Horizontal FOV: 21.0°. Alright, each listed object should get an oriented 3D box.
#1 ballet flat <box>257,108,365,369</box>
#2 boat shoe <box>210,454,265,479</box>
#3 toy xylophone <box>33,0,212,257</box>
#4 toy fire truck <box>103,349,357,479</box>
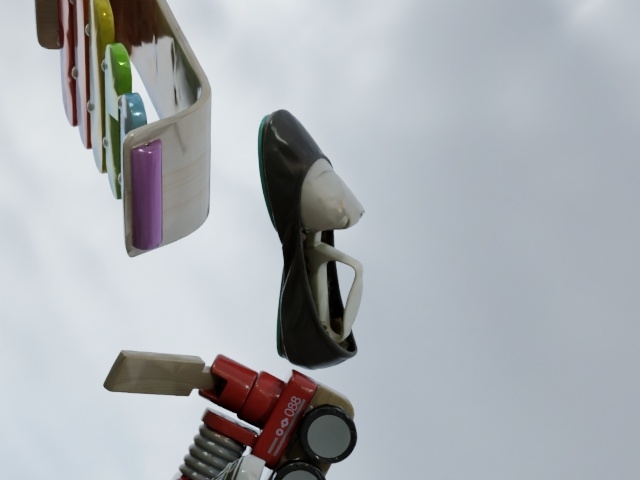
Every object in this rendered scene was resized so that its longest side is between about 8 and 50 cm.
[{"bbox_3d":[0.000,0.000,1.789,0.096,0.095,0.280,4,-69,26],"label":"ballet flat"},{"bbox_3d":[-0.122,0.268,1.563,0.070,0.078,0.219,31,-59,-2],"label":"boat shoe"},{"bbox_3d":[-0.154,-0.152,1.346,0.323,0.081,0.236,-124,-151,-53],"label":"toy xylophone"},{"bbox_3d":[-0.109,0.209,1.714,0.246,0.217,0.158,28,0,-2],"label":"toy fire truck"}]
